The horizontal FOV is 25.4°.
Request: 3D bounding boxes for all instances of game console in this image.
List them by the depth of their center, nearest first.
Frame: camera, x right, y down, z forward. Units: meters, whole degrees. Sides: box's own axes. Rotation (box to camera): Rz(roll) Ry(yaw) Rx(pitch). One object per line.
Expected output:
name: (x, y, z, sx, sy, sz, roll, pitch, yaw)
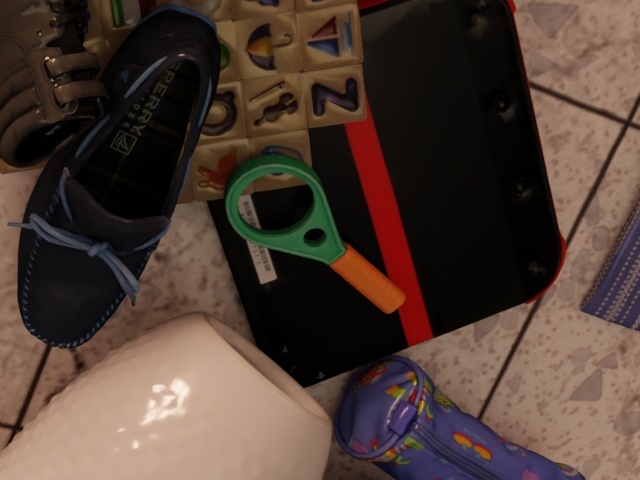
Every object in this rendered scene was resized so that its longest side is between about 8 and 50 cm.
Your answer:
game console: (0.060, -0.060, 1.412, 0.342, 0.060, 0.386, -20, 118, -5)

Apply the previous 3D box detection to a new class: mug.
mug: (-0.137, 0.257, 1.377, 0.328, 0.276, 0.374, -50, 149, 1)

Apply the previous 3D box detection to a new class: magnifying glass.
magnifying glass: (0.000, 0.000, 1.368, 0.092, 0.026, 0.231, -39, 125, 17)

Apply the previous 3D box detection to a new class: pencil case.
pencil case: (0.158, 0.240, 1.530, 0.306, 0.133, 0.119, 35, 77, -30)

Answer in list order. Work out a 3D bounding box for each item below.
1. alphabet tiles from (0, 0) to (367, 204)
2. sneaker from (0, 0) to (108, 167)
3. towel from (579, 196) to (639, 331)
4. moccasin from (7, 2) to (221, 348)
alphabet tiles: (-0.132, -0.163, 1.275, 0.343, 0.011, 0.285, -9, 117, -5)
sneaker: (-0.206, -0.185, 1.155, 0.295, 0.147, 0.104, -52, 165, 22)
towel: (0.480, 0.016, 1.614, 0.336, 0.040, 0.243, 16, 108, -24)
moccasin: (-0.191, -0.045, 1.250, 0.138, 0.117, 0.342, 16, 112, -16)
